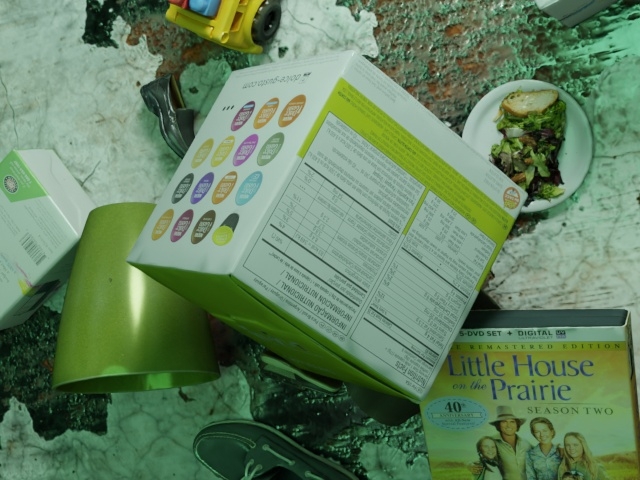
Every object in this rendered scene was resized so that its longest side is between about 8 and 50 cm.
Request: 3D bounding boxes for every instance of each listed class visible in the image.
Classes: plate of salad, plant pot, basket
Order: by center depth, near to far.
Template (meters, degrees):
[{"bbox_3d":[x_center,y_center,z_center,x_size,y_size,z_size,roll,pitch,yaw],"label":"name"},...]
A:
[{"bbox_3d":[0.305,-0.140,1.660,0.200,0.048,0.200,3,97,22],"label":"plate of salad"},{"bbox_3d":[0.154,0.169,1.707,0.204,0.154,0.227,34,117,-15],"label":"basket"},{"bbox_3d":[-0.315,0.094,1.857,0.274,0.275,0.294,-11,76,24],"label":"plant pot"}]

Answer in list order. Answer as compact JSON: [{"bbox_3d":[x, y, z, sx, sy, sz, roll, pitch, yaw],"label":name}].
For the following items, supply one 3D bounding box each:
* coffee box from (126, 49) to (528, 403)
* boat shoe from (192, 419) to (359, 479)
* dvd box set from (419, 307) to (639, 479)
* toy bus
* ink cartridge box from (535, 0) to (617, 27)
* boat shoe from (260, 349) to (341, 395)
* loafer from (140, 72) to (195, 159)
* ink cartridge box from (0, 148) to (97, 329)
[{"bbox_3d":[0.002,-0.017,1.527,0.337,0.338,0.334,4,63,59],"label":"coffee box"},{"bbox_3d":[-0.086,0.389,1.860,0.319,0.099,0.116,19,103,20],"label":"boat shoe"},{"bbox_3d":[0.304,0.297,1.588,0.307,0.062,0.420,-2,112,22],"label":"dvd box set"},{"bbox_3d":[-0.153,-0.415,1.736,0.149,0.211,0.220,26,104,20],"label":"toy bus"},{"bbox_3d":[0.355,-0.413,1.506,0.168,0.232,0.171,-28,85,21],"label":"ink cartridge box"},{"bbox_3d":[-0.034,0.228,1.848,0.152,0.056,0.049,23,110,29],"label":"boat shoe"},{"bbox_3d":[-0.241,-0.205,1.879,0.061,0.062,0.170,-33,84,18],"label":"loafer"},{"bbox_3d":[-0.569,0.022,2.012,0.353,0.119,0.207,-41,80,21],"label":"ink cartridge box"}]
